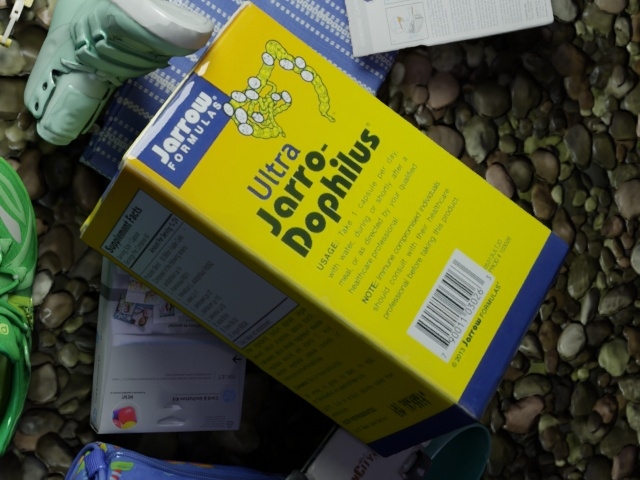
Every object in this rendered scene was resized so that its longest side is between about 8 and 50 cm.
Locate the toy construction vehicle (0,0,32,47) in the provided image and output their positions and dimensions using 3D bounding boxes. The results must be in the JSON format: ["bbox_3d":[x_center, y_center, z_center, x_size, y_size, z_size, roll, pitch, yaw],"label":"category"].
[{"bbox_3d":[-0.300,-0.235,1.175,0.086,0.035,0.098,26,82,-23],"label":"toy construction vehicle"}]

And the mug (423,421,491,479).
[{"bbox_3d":[0.091,0.232,1.333,0.129,0.097,0.158,15,105,-54],"label":"mug"}]

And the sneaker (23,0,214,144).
[{"bbox_3d":[-0.180,-0.143,1.120,0.094,0.256,0.151,21,91,-30],"label":"sneaker"}]

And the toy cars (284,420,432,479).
[{"bbox_3d":[0.015,0.131,1.261,0.176,0.087,0.394,3,70,-19],"label":"toy cars"}]

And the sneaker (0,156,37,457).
[{"bbox_3d":[-0.295,0.062,1.144,0.109,0.123,0.296,-2,93,-24],"label":"sneaker"}]

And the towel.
[{"bbox_3d":[-0.062,-0.165,1.292,0.243,0.040,0.336,31,82,-24],"label":"towel"}]

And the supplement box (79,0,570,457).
[{"bbox_3d":[0.000,0.000,1.139,0.356,0.194,0.195,37,63,-7],"label":"supplement box"}]

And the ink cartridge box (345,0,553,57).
[{"bbox_3d":[0.119,-0.292,1.330,0.224,0.056,0.181,-12,99,-13],"label":"ink cartridge box"}]

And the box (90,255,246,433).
[{"bbox_3d":[-0.142,0.091,1.250,0.145,0.038,0.186,2,98,-24],"label":"box"}]

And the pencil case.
[{"bbox_3d":[-0.100,0.270,1.243,0.306,0.119,0.133,14,106,-24],"label":"pencil case"}]
